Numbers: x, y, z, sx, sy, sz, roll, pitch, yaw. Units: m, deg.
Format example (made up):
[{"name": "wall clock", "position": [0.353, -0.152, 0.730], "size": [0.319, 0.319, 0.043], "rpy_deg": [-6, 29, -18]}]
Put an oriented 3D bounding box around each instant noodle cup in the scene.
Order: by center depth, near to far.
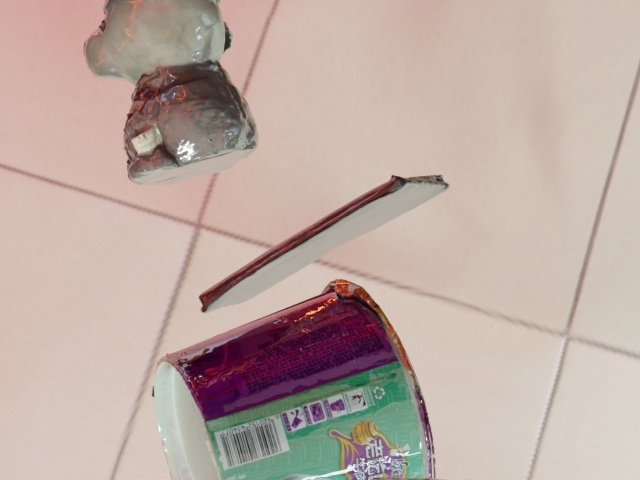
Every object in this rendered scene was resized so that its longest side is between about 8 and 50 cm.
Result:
[{"name": "instant noodle cup", "position": [-0.036, 0.177, 1.234], "size": [0.190, 0.251, 0.251], "rpy_deg": [-14, 76, -21]}]

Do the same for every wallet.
[{"name": "wallet", "position": [0.000, 0.001, 1.471], "size": [0.285, 0.146, 0.030], "rpy_deg": [-30, 83, 23]}]

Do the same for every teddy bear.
[{"name": "teddy bear", "position": [-0.145, -0.164, 1.293], "size": [0.144, 0.171, 0.251], "rpy_deg": [-18, 72, 15]}]

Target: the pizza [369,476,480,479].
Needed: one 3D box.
[{"name": "pizza", "position": [0.089, 0.115, 0.502], "size": [0.178, 0.131, 0.041], "rpy_deg": [6, 80, 5]}]
